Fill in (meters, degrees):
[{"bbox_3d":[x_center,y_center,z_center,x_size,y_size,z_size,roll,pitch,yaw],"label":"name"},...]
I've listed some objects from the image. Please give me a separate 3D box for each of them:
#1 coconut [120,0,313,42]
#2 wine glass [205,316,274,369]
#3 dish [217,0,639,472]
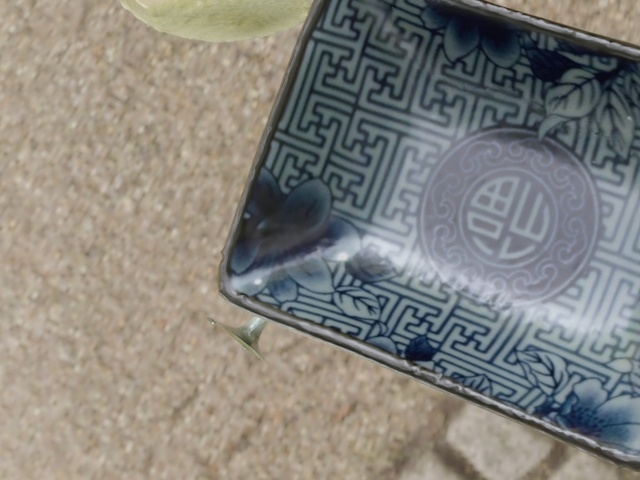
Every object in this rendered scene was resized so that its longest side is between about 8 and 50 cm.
[{"bbox_3d":[-0.057,-0.276,1.232,0.239,0.244,0.239,6,112,15],"label":"coconut"},{"bbox_3d":[0.000,0.000,1.212,0.066,0.198,0.066,37,172,6],"label":"wine glass"},{"bbox_3d":[0.090,-0.014,0.777,0.243,0.080,0.182,21,92,24],"label":"dish"}]
